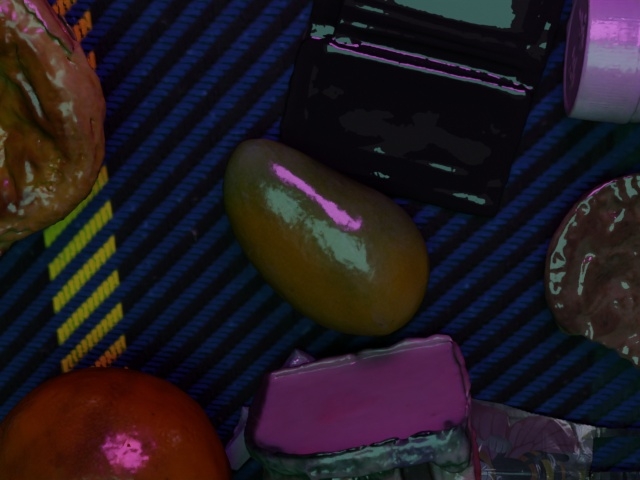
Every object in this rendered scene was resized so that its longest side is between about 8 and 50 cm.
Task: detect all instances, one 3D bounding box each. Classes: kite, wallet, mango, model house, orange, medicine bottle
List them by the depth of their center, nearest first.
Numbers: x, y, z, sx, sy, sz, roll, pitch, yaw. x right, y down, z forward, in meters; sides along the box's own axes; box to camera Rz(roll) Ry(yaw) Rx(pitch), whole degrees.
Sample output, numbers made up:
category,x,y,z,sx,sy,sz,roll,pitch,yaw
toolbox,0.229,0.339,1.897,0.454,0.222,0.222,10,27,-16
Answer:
category,x,y,z,sx,sy,sz,roll,pitch,yaw
medicine bottle,0.356,-0.165,0.826,0.254,0.152,0.152,3,111,5
wallet,0.098,-0.190,0.907,0.247,0.041,0.323,14,115,2
mango,0.000,0.000,0.947,0.251,0.114,0.156,34,126,-11
model house,0.062,0.261,0.977,0.236,0.202,0.238,-13,111,4
orange,-0.236,0.280,1.028,0.283,0.226,0.284,7,117,13
kite,0.300,0.276,1.070,0.360,0.022,0.204,1,111,11

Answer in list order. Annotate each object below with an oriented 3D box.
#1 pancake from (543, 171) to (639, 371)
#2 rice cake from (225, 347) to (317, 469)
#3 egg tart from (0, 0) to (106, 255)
category,x,y,z,sx,sy,sz,roll,pitch,yaw
pancake,0.351,0.036,0.961,0.236,0.042,0.223,8,107,1
rice cake,-0.066,0.199,1.079,0.042,0.030,0.180,32,111,-10
egg tart,-0.374,-0.146,0.921,0.341,0.129,0.341,-1,120,-2
